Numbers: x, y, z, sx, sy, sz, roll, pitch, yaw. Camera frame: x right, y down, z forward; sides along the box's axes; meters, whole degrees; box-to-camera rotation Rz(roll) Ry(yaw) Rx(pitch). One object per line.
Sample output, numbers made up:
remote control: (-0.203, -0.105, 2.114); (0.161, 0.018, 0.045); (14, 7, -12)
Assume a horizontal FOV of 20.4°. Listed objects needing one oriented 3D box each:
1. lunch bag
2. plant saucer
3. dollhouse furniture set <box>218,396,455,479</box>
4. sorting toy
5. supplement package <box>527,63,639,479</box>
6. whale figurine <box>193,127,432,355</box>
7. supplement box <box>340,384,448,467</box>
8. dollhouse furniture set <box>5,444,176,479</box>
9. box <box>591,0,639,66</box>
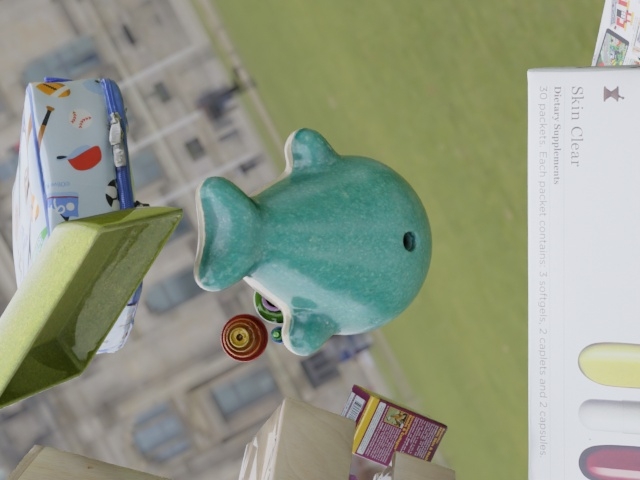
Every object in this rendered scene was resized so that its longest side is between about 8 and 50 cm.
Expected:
lunch bag: (-0.244, -0.025, 1.765); (0.303, 0.115, 0.243); (124, 141, -65)
plant saucer: (-0.212, 0.045, 1.517); (0.045, 0.188, 0.188); (36, -166, 10)
dollhouse furniture set: (0.048, 0.291, 1.129); (0.286, 0.303, 0.198); (126, 160, -50)
sorting toy: (-0.057, 0.081, 1.788); (0.061, 0.102, 0.042); (38, -178, 9)
supplement package: (0.230, 0.019, 1.132); (0.204, 0.145, 0.261); (-13, -77, -64)
whale figurine: (0.000, 0.000, 1.668); (0.272, 0.141, 0.216); (8, -97, -50)
supplement box: (0.059, 0.167, 1.552); (0.083, 0.055, 0.043); (25, 180, -26)
dollhouse furniture set: (-0.202, 0.365, 1.424); (0.394, 0.257, 0.362); (-55, -28, -55)
box: (0.332, -0.236, 1.759); (0.114, 0.036, 0.207); (38, 125, 49)
